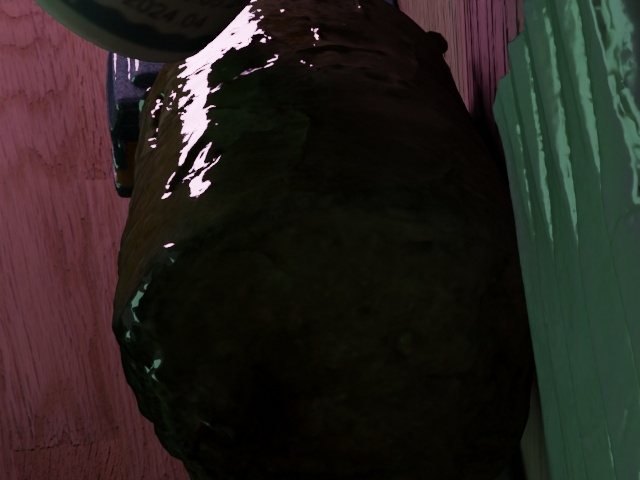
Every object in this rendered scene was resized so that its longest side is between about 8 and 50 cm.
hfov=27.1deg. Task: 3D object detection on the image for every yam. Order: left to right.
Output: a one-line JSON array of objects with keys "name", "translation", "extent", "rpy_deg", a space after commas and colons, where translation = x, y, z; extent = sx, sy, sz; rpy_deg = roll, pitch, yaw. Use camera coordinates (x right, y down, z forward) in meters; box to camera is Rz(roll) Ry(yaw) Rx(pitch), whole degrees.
[{"name": "yam", "translation": [0.000, 0.000, 0.655], "extent": [0.300, 0.195, 0.195], "rpy_deg": [-97, 2, -61]}]

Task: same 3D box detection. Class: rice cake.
[{"name": "rice cake", "translation": [0.090, 0.020, 0.400], "extent": [0.189, 0.037, 0.198], "rpy_deg": [91, 172, -74]}]

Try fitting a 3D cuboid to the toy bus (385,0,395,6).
[{"name": "toy bus", "translation": [-0.007, -0.112, 1.101], "extent": [0.312, 0.152, 0.190], "rpy_deg": [-97, 2, -50]}]

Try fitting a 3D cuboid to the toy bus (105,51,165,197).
[{"name": "toy bus", "translation": [-0.082, -0.139, 1.365], "extent": [0.167, 0.275, 0.138], "rpy_deg": [90, 175, -53]}]

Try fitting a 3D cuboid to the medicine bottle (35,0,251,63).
[{"name": "medicine bottle", "translation": [-0.038, -0.198, 0.593], "extent": [0.237, 0.139, 0.139], "rpy_deg": [-39, 44, 36]}]

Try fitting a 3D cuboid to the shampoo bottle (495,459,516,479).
[{"name": "shampoo bottle", "translation": [0.089, 0.156, 0.707], "extent": [0.069, 0.041, 0.190], "rpy_deg": [90, 174, -53]}]
